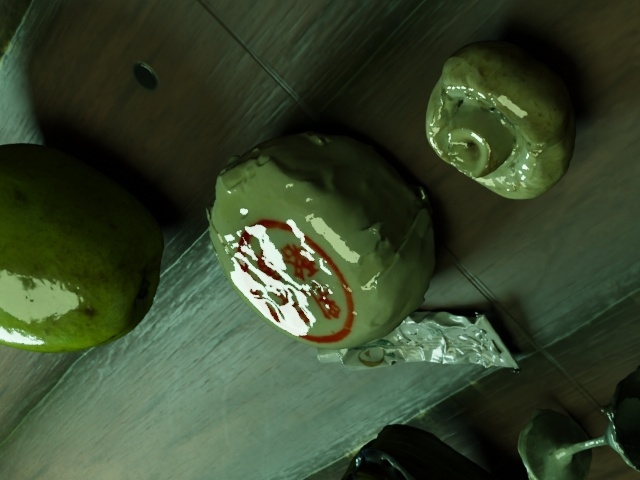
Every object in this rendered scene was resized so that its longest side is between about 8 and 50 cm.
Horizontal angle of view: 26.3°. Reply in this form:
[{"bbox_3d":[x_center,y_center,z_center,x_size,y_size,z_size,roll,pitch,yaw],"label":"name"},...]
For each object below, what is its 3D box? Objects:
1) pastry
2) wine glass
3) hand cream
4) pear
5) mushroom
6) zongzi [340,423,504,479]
[{"bbox_3d":[-0.001,0.000,1.435,0.265,0.133,0.265,27,139,27],"label":"pastry"},{"bbox_3d":[0.288,0.198,1.376,0.122,0.122,0.183,48,150,-5],"label":"wine glass"},{"bbox_3d":[0.101,0.116,1.520,0.257,0.050,0.084,-10,121,41],"label":"hand cream"},{"bbox_3d":[-0.337,0.014,1.682,0.307,0.253,0.253,15,136,18],"label":"pear"},{"bbox_3d":[0.157,-0.104,1.189,0.148,0.112,0.148,24,131,30],"label":"mushroom"},{"bbox_3d":[0.254,0.347,1.507,0.432,0.208,0.403,-26,100,38],"label":"zongzi"}]
